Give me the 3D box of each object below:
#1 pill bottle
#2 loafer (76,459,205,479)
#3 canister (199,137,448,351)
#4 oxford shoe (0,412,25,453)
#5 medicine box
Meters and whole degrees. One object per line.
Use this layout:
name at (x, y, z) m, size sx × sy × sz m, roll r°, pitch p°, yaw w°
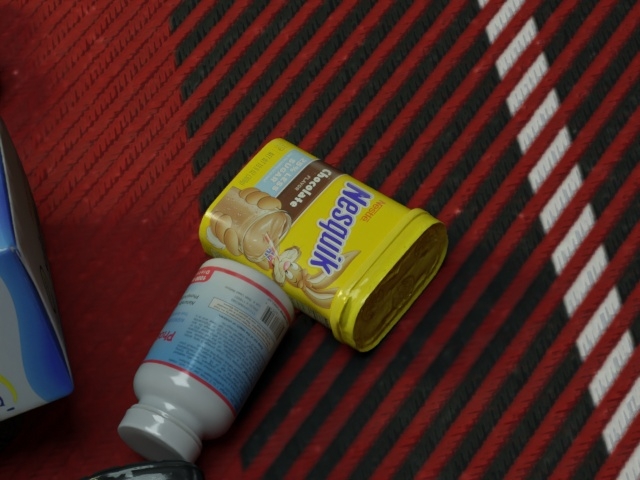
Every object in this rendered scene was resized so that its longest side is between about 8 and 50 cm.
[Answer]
pill bottle at (-0.093, 0.100, 1.480) m, size 0.087 × 0.087 × 0.160 m, roll 20°, pitch 62°, yaw 21°
loafer at (-0.188, 0.231, 1.423) m, size 0.223 × 0.076 × 0.078 m, roll -21°, pitch 62°, yaw 2°
canister at (0.000, 0.000, 1.538) m, size 0.170 × 0.073 × 0.126 m, roll 30°, pitch 66°, yaw 27°
oxford shoe at (-0.349, 0.159, 1.490) m, size 0.227 × 0.083 × 0.096 m, roll -20°, pitch 52°, yaw -5°
medicine box at (-0.362, 0.041, 1.477) m, size 0.289 × 0.149 × 0.263 m, roll -20°, pitch 34°, yaw -3°
